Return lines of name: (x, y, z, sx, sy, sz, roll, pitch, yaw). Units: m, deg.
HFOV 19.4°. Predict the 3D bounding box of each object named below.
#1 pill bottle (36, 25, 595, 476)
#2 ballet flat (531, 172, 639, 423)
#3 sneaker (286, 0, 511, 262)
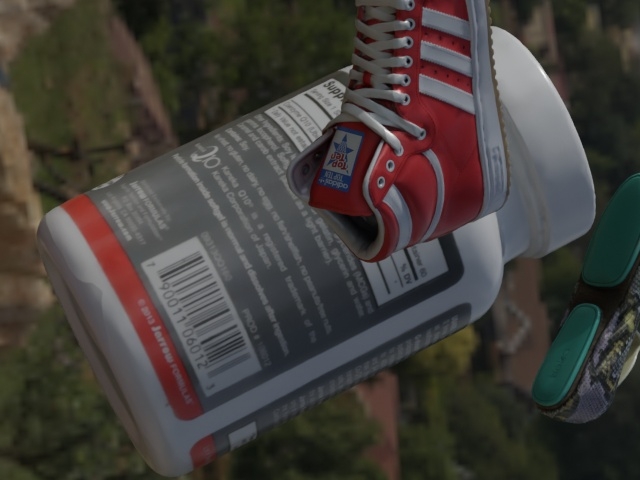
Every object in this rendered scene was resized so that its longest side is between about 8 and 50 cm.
pill bottle: (0.000, 0.000, 1.338, 0.210, 0.363, 0.210, 58, -13, 22)
ballet flat: (0.128, 0.028, 0.811, 0.114, 0.041, 0.041, -65, 162, -5)
sneaker: (0.018, -0.050, 0.573, 0.067, 0.042, 0.118, -28, 114, -32)
